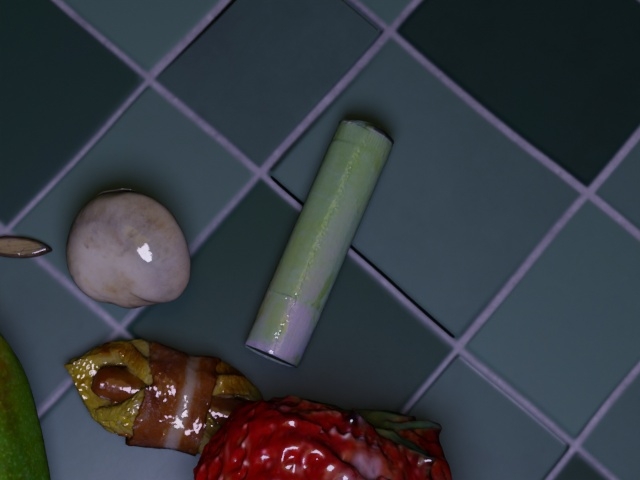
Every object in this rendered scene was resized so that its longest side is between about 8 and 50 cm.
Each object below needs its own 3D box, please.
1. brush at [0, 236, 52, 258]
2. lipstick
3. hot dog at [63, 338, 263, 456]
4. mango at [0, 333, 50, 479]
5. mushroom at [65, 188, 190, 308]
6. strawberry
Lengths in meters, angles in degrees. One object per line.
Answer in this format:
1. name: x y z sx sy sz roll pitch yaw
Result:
1. brush: -0.416 0.004 1.679 0.196 0.021 0.070 5 76 -5
2. lipstick: 0.000 0.000 1.680 0.076 0.076 0.304 22 78 1
3. hot dog: -0.168 0.180 1.616 0.261 0.093 0.123 11 77 -2
4. mango: -0.409 0.253 1.534 0.225 0.201 0.382 -11 88 -29
5. mushroom: -0.217 0.011 1.640 0.154 0.122 0.154 9 115 20
6. strawberry: -0.001 0.319 1.506 0.292 0.292 0.310 5 72 -3
